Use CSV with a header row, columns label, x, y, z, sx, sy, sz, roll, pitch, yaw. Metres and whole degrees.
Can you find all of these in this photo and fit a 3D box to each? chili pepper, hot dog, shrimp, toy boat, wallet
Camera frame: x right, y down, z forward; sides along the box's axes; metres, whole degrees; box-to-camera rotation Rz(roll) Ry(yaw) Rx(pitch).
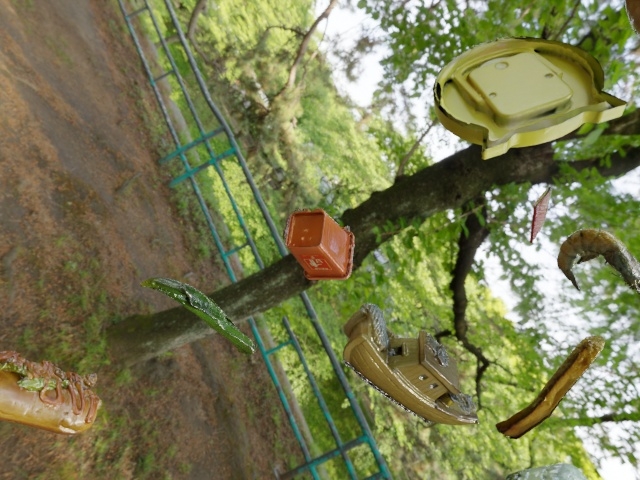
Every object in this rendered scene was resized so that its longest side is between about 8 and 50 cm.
label,x,y,z,sx,sy,sz,roll,pitch,yaw
chili pepper,-0.299,0.190,1.070,0.085,0.076,0.359,12,-30,52
hot dog,-0.618,0.288,0.835,0.348,0.117,0.158,31,-12,-26
shrimp,0.667,0.066,0.984,0.217,0.150,0.051,45,39,0
toy boat,0.170,0.225,0.706,0.321,0.121,0.089,41,32,-20
wallet,0.730,-0.084,1.370,0.020,0.103,0.196,31,-21,36

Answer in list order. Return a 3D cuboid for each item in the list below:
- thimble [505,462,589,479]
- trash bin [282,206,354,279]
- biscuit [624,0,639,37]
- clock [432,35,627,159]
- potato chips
label,x,y,z,sx,sy,sz,roll,pitch,yaw
thimble,0.477,0.580,0.818,0.237,0.150,0.237,29,42,-30
trash bin,0.000,0.000,1.234,0.239,0.161,0.185,51,42,-56
biscuit,0.546,-0.402,0.624,0.220,0.066,0.221,-12,90,-84
clock,0.352,-0.265,0.757,0.071,0.277,0.294,66,15,-51
potato chips,0.296,0.200,0.538,0.026,0.204,0.037,24,29,2
